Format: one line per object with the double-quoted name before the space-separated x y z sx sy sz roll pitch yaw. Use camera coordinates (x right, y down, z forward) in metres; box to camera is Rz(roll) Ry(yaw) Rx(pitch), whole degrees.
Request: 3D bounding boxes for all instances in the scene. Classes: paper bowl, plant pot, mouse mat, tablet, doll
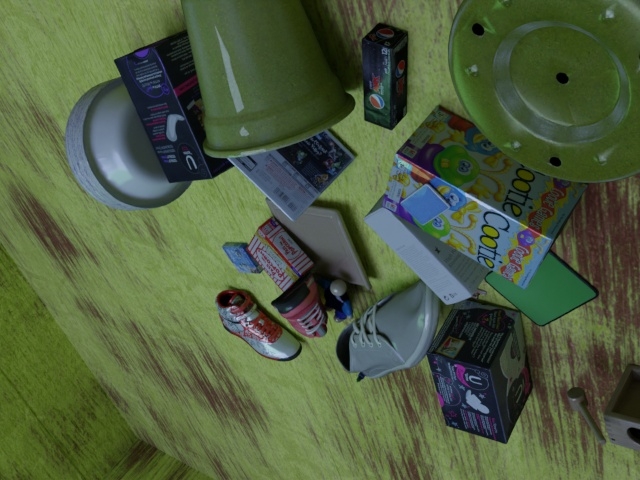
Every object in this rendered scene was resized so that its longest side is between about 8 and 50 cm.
"paper bowl" -0.376 -0.206 1.695 0.148 0.284 0.284 -2 129 47
"plant pot" -0.105 -0.309 1.339 0.276 0.276 0.254 6 122 43
"plant pot" 0.317 -0.252 0.832 0.366 0.353 0.366 27 146 20
"mouse mat" 0.401 0.083 1.484 0.152 0.007 0.190 41 150 1
"tablet" 0.167 -0.057 1.287 0.054 0.006 0.083 44 148 -5
"doll" 0.034 0.132 1.850 0.129 0.046 0.189 48 166 14

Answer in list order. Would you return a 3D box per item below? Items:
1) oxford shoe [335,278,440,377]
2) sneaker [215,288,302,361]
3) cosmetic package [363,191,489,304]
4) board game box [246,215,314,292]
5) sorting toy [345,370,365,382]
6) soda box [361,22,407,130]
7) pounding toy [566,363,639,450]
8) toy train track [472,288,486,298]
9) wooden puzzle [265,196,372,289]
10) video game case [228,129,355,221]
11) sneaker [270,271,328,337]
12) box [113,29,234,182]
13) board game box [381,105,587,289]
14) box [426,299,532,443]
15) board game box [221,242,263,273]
"oxford shoe" 0.139 0.198 1.743 0.130 0.169 0.449 15 154 -12
"sneaker" -0.177 0.228 2.201 0.270 0.090 0.145 25 147 29
"cosmetic package" 0.205 -0.005 1.482 0.231 0.117 0.085 45 148 -9
"board game box" -0.097 0.037 1.876 0.147 0.045 0.193 48 159 4
"sorting toy" 0.102 0.338 2.083 0.102 0.042 0.061 15 140 35
"soda box" 0.106 -0.267 1.323 0.060 0.053 0.169 25 145 25
"pounding toy" 0.551 0.322 1.448 0.206 0.181 0.094 9 136 41
"toy train track" 0.303 0.089 1.588 0.048 0.014 0.083 20 142 30
"wooden puzzle" 0.000 0.000 1.784 0.238 0.044 0.221 16 141 42
"video game case" -0.060 -0.162 1.539 0.190 0.173 0.022 44 -176 -4
"sneaker" -0.026 0.160 1.853 0.136 0.116 0.314 51 177 4
"box" -0.260 -0.266 1.588 0.165 0.143 0.270 1 119 48
"board game box" 0.261 -0.072 1.311 0.275 0.144 0.142 31 147 15
"box" 0.331 0.265 1.633 0.142 0.163 0.247 12 139 33
"board game box" -0.200 0.045 2.068 0.090 0.020 0.090 1 131 48
